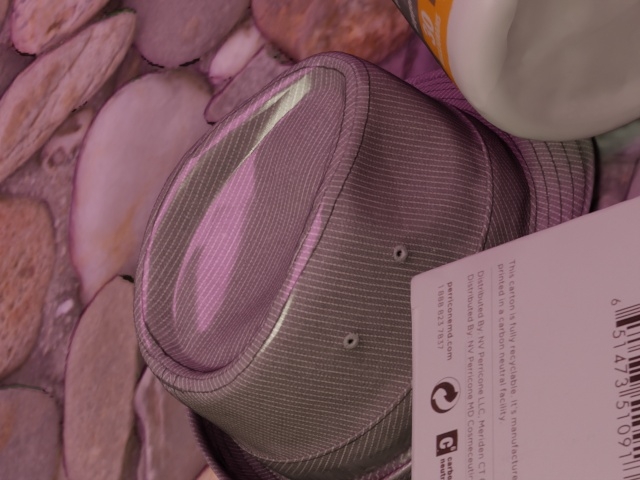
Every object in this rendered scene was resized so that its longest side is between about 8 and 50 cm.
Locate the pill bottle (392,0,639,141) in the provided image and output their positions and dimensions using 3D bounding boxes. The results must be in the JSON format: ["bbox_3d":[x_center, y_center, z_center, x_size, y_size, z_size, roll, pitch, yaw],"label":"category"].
[{"bbox_3d":[0.086,-0.191,0.882,0.162,0.162,0.278,-44,47,14],"label":"pill bottle"}]

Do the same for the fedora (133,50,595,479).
[{"bbox_3d":[0.000,0.000,0.884,0.275,0.124,0.244,-55,41,1],"label":"fedora"}]

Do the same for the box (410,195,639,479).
[{"bbox_3d":[0.139,0.088,0.695,0.182,0.119,0.181,-21,51,34],"label":"box"}]
